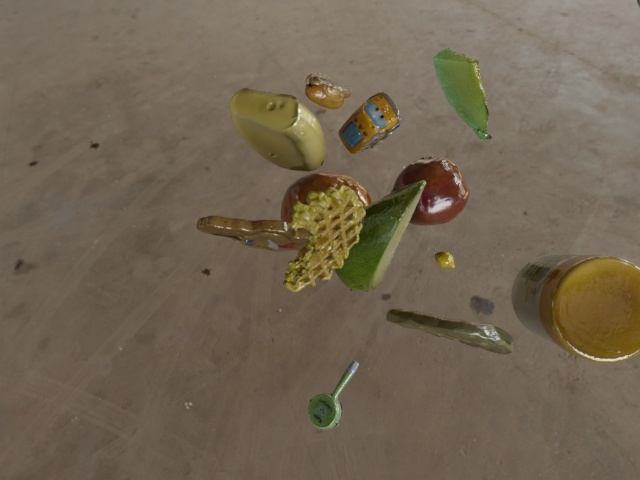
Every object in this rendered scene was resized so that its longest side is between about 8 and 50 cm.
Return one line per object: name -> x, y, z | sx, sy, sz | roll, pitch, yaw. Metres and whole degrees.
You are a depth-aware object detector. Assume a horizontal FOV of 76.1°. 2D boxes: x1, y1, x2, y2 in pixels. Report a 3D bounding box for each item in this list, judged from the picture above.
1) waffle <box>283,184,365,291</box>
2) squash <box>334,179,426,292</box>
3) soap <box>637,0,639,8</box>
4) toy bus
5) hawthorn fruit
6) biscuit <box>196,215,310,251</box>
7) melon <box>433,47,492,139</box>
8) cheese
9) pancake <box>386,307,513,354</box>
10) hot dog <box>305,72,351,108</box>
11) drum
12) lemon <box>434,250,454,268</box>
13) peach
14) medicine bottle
waffle -> -0.002, -0.003, 0.634 | 0.149, 0.194, 0.051 | -15, 49, -38
squash -> 0.143, 0.019, 0.905 | 0.111, 0.288, 0.203 | -38, 100, -40
soap -> 0.526, -0.354, 0.471 | 0.077, 0.293, 0.156 | 20, 47, -16
toy bus -> 0.146, -0.360, 1.290 | 0.136, 0.209, 0.126 | -34, 92, -23
hawthorn fruit -> 0.456, -0.202, 1.746 | 0.324, 0.308, 0.308 | -16, 49, 4
biscuit -> -0.139, -0.012, 1.010 | 0.319, 0.183, 0.047 | 13, 69, -27
melon -> 0.382, -0.370, 1.041 | 0.114, 0.262, 0.053 | 5, 49, 53
cheese -> -0.100, -0.284, 1.134 | 0.259, 0.316, 0.128 | 27, 85, 21
pancake -> 0.306, 0.206, 0.944 | 0.294, 0.294, 0.049 | 13, 78, 16
hot dog -> 0.021, -0.380, 1.044 | 0.140, 0.060, 0.090 | 14, 50, -41
drum -> 0.038, 0.528, 1.430 | 0.130, 0.049, 0.253 | 13, 74, 31
lemon -> 0.500, 0.080, 1.639 | 0.092, 0.065, 0.065 | 37, 61, 13
peach -> 0.020, -0.101, 1.542 | 0.343, 0.343, 0.301 | -37, 15, -23
medicine bottle -> 0.626, 0.150, 0.995 | 0.237, 0.232, 0.238 | 0, 91, 2
